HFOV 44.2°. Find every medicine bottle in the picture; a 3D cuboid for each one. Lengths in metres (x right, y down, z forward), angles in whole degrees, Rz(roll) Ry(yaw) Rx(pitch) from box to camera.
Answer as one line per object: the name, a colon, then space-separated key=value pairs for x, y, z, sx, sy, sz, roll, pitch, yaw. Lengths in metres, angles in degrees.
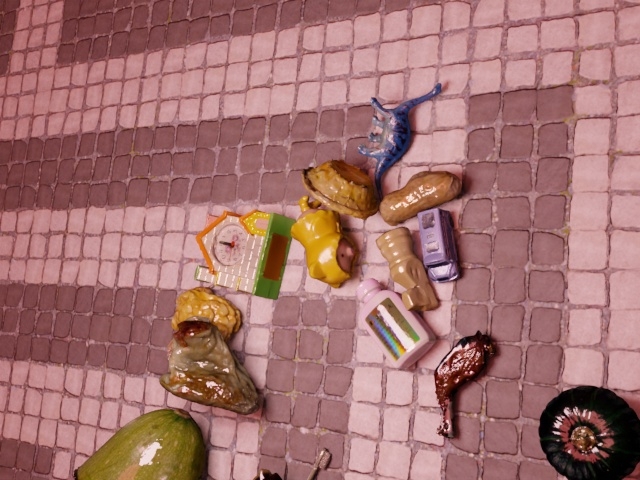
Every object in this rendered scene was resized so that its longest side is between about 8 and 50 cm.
medicine bottle: x=0.164 y=0.186 z=1.846 sx=0.115 sy=0.078 sz=0.219 roll=-47 pitch=61 yaw=19

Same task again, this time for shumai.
shumai: x=-0.254 y=0.316 z=1.977 sx=0.222 sy=0.272 sz=0.203 roll=9 pitch=74 yaw=51

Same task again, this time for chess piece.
chess piece: x=0.205 y=0.074 z=1.840 sx=0.090 sy=0.090 sz=0.200 roll=-31 pitch=68 yaw=23

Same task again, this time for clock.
clock: x=-0.218 y=0.024 z=2.094 sx=0.255 sy=0.106 sz=0.219 roll=10 pitch=86 yaw=33

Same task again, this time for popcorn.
popcorn: x=-0.317 y=0.209 z=2.101 sx=0.194 sy=0.140 sz=0.163 roll=35 pitch=94 yaw=33

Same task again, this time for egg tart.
egg tart: x=0.056 y=-0.132 z=1.898 sx=0.212 sy=0.213 sz=0.090 roll=42 pitch=114 yaw=30

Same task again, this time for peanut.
peanut: x=0.234 y=-0.104 z=1.861 sx=0.214 sy=0.100 sz=0.099 roll=-32 pitch=65 yaw=29

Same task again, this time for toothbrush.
toothbrush: x=-0.046 y=0.637 z=1.914 sx=0.028 sy=0.026 sz=0.294 roll=28 pitch=95 yaw=17

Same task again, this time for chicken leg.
chicken leg: x=0.303 y=0.316 z=1.756 sx=0.106 sy=0.051 sz=0.253 roll=24 pitch=96 yaw=27

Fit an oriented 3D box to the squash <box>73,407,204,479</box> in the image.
squash: x=-0.415 y=0.589 z=2.032 sx=0.309 sy=0.310 sz=0.310 roll=-44 pitch=60 yaw=-4

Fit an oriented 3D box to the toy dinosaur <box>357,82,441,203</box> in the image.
toy dinosaur: x=0.166 y=-0.261 z=1.938 sx=0.144 sy=0.076 sz=0.329 roll=29 pitch=97 yaw=17

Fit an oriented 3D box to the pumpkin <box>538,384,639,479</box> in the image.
pumpkin: x=0.530 y=0.385 z=1.550 sx=0.202 sy=0.140 sz=0.201 roll=-7 pitch=77 yaw=33

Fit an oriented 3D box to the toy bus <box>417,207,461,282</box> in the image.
toy bus: x=0.270 y=0.013 z=1.819 sx=0.073 sy=0.076 sz=0.167 roll=-15 pitch=73 yaw=29

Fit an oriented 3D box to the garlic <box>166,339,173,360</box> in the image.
garlic: x=-0.373 y=0.317 z=2.147 sx=0.113 sy=0.094 sz=0.074 roll=62 pitch=152 yaw=19

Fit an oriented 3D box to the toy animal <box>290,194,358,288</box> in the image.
toy animal: x=0.003 y=0.001 z=1.942 sx=0.156 sy=0.156 sz=0.229 roll=-27 pitch=66 yaw=24

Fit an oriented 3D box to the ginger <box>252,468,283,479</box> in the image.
ginger: x=-0.288 y=0.695 z=1.842 sx=0.211 sy=0.358 sz=0.413 roll=32 pitch=92 yaw=12
